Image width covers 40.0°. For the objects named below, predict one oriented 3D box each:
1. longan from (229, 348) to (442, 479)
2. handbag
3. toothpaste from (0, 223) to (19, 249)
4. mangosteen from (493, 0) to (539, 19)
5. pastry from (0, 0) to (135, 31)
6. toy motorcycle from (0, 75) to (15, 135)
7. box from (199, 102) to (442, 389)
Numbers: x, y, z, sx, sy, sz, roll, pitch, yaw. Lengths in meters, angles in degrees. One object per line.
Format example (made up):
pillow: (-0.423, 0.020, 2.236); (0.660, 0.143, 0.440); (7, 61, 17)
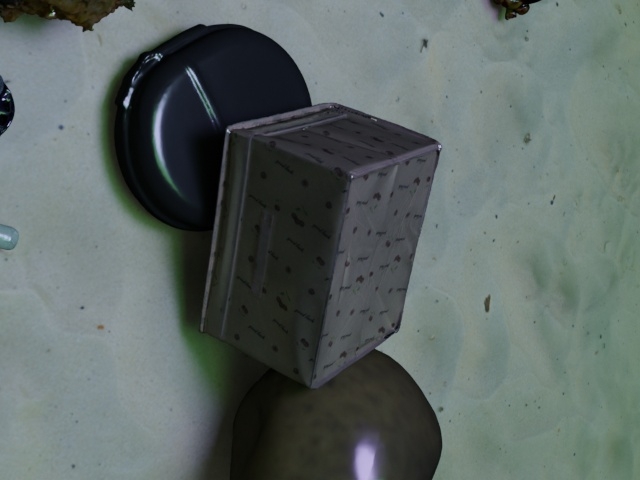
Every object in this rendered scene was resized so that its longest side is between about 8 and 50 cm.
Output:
longan: (0.015, 0.297, 1.193); (0.288, 0.289, 0.350); (53, 34, -32)
handbag: (-0.134, -0.153, 1.162); (0.308, 0.093, 0.253); (-39, 119, -36)
toothpaste: (-0.437, -0.035, 0.912); (0.256, 0.037, 0.067); (20, 76, -39)
mangosteen: (0.369, -0.477, 1.628); (0.140, 0.140, 0.140); (-3, 94, -44)
pastry: (-0.262, -0.347, 0.919); (0.275, 0.193, 0.274); (-37, 148, -28)
toy motorcycle: (-0.464, -0.116, 0.805); (0.358, 0.125, 0.212); (-44, 105, -32)
box: (0.000, 0.000, 1.141); (0.225, 0.190, 0.297); (-24, 132, -51)
